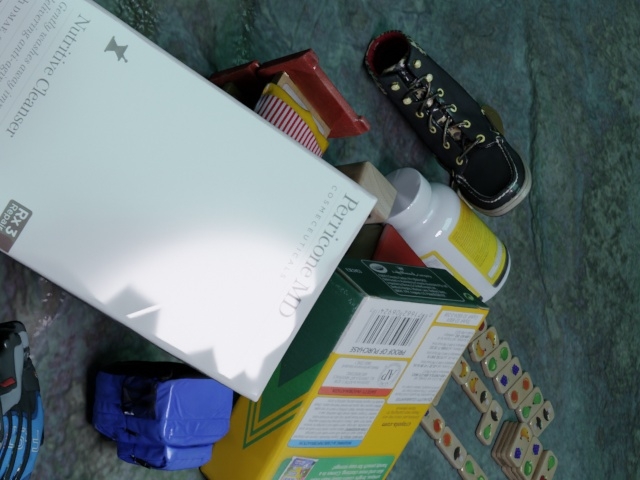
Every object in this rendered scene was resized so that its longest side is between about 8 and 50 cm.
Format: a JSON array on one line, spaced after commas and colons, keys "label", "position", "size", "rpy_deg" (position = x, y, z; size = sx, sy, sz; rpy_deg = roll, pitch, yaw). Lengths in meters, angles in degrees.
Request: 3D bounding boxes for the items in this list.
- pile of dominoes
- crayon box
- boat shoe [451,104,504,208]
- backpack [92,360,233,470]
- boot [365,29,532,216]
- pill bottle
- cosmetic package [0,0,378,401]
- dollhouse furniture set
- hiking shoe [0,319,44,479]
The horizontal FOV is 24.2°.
[{"label": "pile of dominoes", "position": [0.226, 0.219, 1.898], "size": [0.251, 0.040, 0.196], "rpy_deg": [53, 50, -31]}, {"label": "crayon box", "position": [0.013, 0.173, 1.544], "size": [0.203, 0.083, 0.323], "rpy_deg": [8, 117, -48]}, {"label": "boat shoe", "position": [0.196, -0.105, 1.906], "size": [0.056, 0.048, 0.153], "rpy_deg": [29, 57, -30]}, {"label": "backpack", "position": [-0.159, 0.162, 1.408], "size": [0.098, 0.120, 0.101], "rpy_deg": [14, 84, -49]}, {"label": "boot", "position": [0.144, -0.138, 1.749], "size": [0.178, 0.085, 0.236], "rpy_deg": [41, 14, -34]}, {"label": "pill bottle", "position": [0.139, -0.005, 1.777], "size": [0.184, 0.103, 0.103], "rpy_deg": [43, 55, -37]}, {"label": "cosmetic package", "position": [-0.173, -0.053, 1.264], "size": [0.385, 0.156, 0.217], "rpy_deg": [31, 84, -19]}, {"label": "dollhouse furniture set", "position": [0.000, 0.000, 1.580], "size": [0.374, 0.152, 0.201], "rpy_deg": [48, 53, -34]}, {"label": "hiking shoe", "position": [-0.280, 0.179, 1.202], "size": [0.304, 0.113, 0.132], "rpy_deg": [-72, 146, -65]}]
